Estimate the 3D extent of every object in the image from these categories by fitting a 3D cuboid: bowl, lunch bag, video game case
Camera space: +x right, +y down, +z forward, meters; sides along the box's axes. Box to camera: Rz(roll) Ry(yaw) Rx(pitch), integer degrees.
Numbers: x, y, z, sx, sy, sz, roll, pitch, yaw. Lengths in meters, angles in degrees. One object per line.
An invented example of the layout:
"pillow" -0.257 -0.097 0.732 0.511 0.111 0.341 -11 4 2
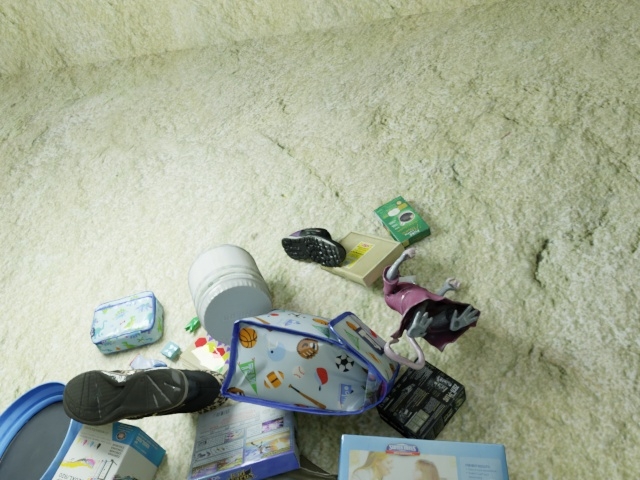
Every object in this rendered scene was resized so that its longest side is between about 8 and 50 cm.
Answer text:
"bowl" -0.801 0.578 1.631 0.391 0.077 0.391 -22 41 21
"lunch bag" -0.622 0.260 1.912 0.219 0.090 0.176 -14 45 4
"lunch bag" -0.001 0.298 1.493 0.386 0.328 0.238 10 91 13
"video game case" -0.190 0.509 1.517 0.270 0.061 0.244 -17 23 3

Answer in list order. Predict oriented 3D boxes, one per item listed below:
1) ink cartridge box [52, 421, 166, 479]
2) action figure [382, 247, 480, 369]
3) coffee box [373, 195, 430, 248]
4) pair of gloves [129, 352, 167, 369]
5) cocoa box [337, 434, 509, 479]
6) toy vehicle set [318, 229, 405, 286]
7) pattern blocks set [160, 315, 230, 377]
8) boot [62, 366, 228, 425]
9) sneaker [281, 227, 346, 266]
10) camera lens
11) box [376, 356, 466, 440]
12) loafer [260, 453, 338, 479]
"ink cartridge box" -0.552 0.603 1.532 0.171 0.168 0.232 6 53 21
"action figure" 0.267 0.188 1.638 0.275 0.248 0.370 -59 20 0
"coffee box" 0.265 -0.060 1.944 0.113 0.040 0.184 -29 47 -8
"pair of gloves" -0.553 0.432 1.783 0.159 0.023 0.198 21 58 33
"cocoa box" 0.206 0.564 1.245 0.348 0.227 0.231 3 50 3
"toy vehicle set" 0.119 0.049 1.826 0.166 0.035 0.267 -41 26 -18
"pattern blocks set" -0.313 0.341 1.780 0.325 0.026 0.285 30 61 36
"boot" -0.447 0.404 1.570 0.378 0.284 0.138 -14 72 20
"sneaker" 0.000 0.000 1.890 0.124 0.107 0.283 -35 27 -30
"camera lens" -0.272 0.152 1.771 0.220 0.219 0.274 -27 31 -6
"box" 0.257 0.411 1.510 0.147 0.077 0.180 29 64 35
"loafer" -0.051 0.566 1.459 0.251 0.094 0.087 2 55 19
